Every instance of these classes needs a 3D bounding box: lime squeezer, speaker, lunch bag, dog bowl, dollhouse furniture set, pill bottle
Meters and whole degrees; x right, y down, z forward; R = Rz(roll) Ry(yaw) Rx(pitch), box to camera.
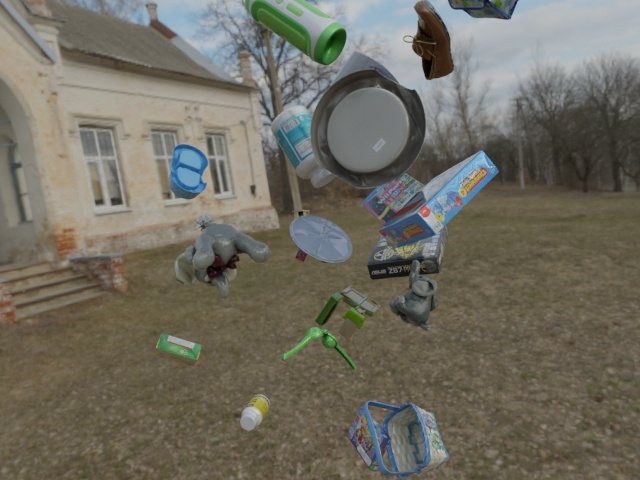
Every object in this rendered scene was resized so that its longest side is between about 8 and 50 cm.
[{"bbox_3d":[0.010,0.325,1.479,0.310,0.110,0.058,21,-42,-41],"label":"lime squeezer"},{"bbox_3d":[-0.071,-0.616,1.355,0.296,0.131,0.131,40,23,16],"label":"speaker"},{"bbox_3d":[0.364,-0.574,1.105,0.151,0.096,0.129,17,14,-34],"label":"lunch bag"},{"bbox_3d":[-0.603,-0.307,2.183,0.165,0.297,0.074,18,-46,-29],"label":"dog bowl"},{"bbox_3d":[0.138,0.348,2.309,0.197,0.151,0.301,34,16,14],"label":"dollhouse furniture set"},{"bbox_3d":[-0.048,-0.312,1.641,0.146,0.264,0.146,-30,-9,-5],"label":"pill bottle"},{"bbox_3d":[0.147,-0.319,1.431,0.348,0.349,0.102,-7,-4,21],"label":"dog bowl"},{"bbox_3d":[-0.201,0.524,1.466,0.065,0.065,0.116,-7,9,14],"label":"pill bottle"}]

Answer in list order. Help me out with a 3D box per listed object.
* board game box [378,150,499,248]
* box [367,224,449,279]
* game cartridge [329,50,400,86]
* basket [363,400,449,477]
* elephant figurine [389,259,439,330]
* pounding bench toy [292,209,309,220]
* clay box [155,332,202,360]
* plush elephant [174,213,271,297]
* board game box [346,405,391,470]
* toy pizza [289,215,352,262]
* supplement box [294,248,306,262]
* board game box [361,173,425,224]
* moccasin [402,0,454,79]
[{"bbox_3d":[0.365,-0.120,1.542,0.302,0.086,0.308,-42,3,-16],"label":"board game box"},{"bbox_3d":[0.415,0.031,2.241,0.318,0.097,0.395,-5,26,25],"label":"box"},{"bbox_3d":[0.206,-0.620,1.974,0.297,0.198,0.062,33,13,-26],"label":"game cartridge"},{"bbox_3d":[0.293,0.701,1.714,0.288,0.255,0.201,14,-49,-29],"label":"basket"},{"bbox_3d":[0.397,0.209,1.905,0.239,0.186,0.169,-47,2,-17],"label":"elephant figurine"},{"bbox_3d":[-0.071,-0.090,1.989,0.052,0.065,0.083,-3,0,30],"label":"pounding bench toy"},{"bbox_3d":[-0.447,0.348,1.517,0.127,0.053,0.222,20,-23,-11],"label":"clay box"},{"bbox_3d":[-0.377,0.084,1.757,0.271,0.256,0.330,-11,33,-33],"label":"plush elephant"},{"bbox_3d":[0.180,0.748,1.835,0.035,0.136,0.201,21,7,-26],"label":"board game box"},{"bbox_3d":[0.000,0.000,1.435,0.201,0.032,0.201,18,36,-13],"label":"toy pizza"},{"bbox_3d":[-0.074,0.046,2.099,0.043,0.083,0.055,26,26,-1],"label":"supplement box"},{"bbox_3d":[0.329,-0.150,1.998,0.224,0.097,0.303,-46,31,5],"label":"board game box"},{"bbox_3d":[0.403,-0.741,1.817,0.146,0.139,0.380,-27,-20,12],"label":"moccasin"}]
